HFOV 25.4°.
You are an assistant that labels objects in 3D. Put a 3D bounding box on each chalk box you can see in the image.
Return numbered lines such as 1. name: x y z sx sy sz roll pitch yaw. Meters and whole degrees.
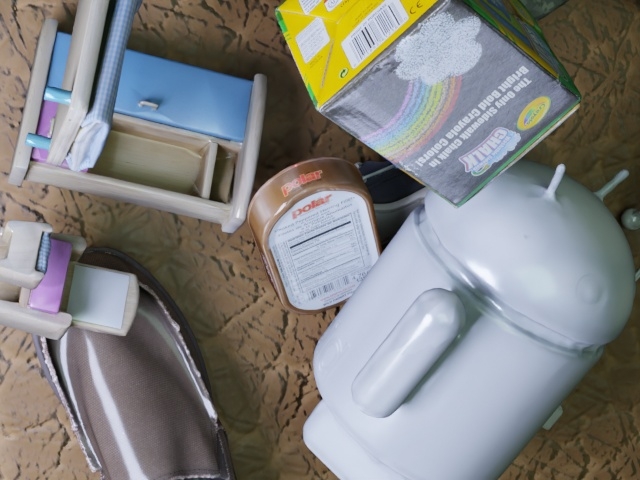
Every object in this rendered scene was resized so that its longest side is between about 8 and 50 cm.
1. chalk box: 0.095 -0.128 1.065 0.132 0.132 0.213 -41 134 20

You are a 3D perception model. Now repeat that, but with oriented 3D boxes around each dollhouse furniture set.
1. dollhouse furniture set: -0.120 -0.085 1.078 0.198 0.303 0.286 12 71 -15

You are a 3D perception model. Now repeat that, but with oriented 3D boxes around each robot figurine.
1. robot figurine: 0.130 0.074 1.217 0.200 0.300 0.353 41 113 14

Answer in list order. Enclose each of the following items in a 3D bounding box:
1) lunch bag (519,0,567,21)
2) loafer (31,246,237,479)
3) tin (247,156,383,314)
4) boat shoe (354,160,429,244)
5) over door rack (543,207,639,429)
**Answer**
1. lunch bag: 0.100 -0.258 1.181 0.305 0.212 0.256 -35 122 5
2. loafer: -0.135 0.174 1.233 0.134 0.130 0.365 -28 103 -9
3. tin: 0.000 0.000 1.231 0.106 0.040 0.189 -27 146 -7
4. boat shoe: 0.053 -0.041 1.300 0.206 0.075 0.065 -18 59 -6
5. over door rack: 0.372 0.081 1.372 0.240 0.108 0.324 30 104 -16
